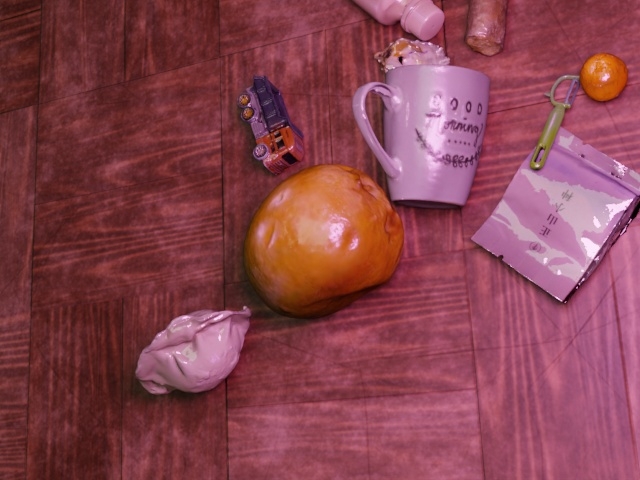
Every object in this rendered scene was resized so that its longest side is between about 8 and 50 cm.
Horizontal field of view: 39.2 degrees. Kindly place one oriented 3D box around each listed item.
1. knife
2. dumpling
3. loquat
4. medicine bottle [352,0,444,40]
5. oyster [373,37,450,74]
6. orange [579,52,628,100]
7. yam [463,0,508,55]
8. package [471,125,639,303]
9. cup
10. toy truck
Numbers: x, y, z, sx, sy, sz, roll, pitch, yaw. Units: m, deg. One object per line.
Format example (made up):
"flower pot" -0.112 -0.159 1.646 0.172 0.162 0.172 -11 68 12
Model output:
"knife" 0.397 -0.208 1.561 0.054 0.015 0.212 14 64 25
"dumpling" -0.248 0.206 1.706 0.258 0.193 0.147 -41 60 14
"loquat" 0.000 0.000 1.608 0.284 0.276 0.276 -39 63 35
"medicine bottle" 0.131 -0.479 1.733 0.114 0.114 0.252 -48 63 8
"oyster" 0.176 -0.331 1.716 0.146 0.045 0.122 -13 69 14
"orange" 0.487 -0.281 1.545 0.083 0.070 0.083 -14 64 31
"yam" 0.327 -0.524 1.675 0.081 0.081 0.357 4 79 26
"package" 0.410 -0.046 1.529 0.204 0.062 0.251 37 92 27
"cup" 0.166 -0.183 1.579 0.186 0.258 0.234 -1 81 62
"toy truck" -0.098 -0.234 1.800 0.092 0.083 0.192 -23 68 13
